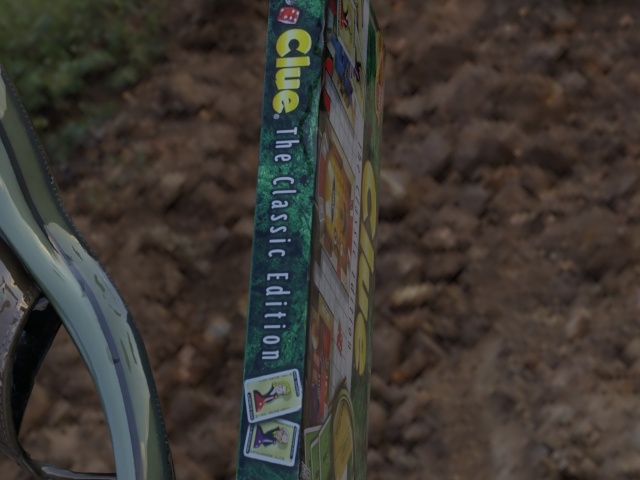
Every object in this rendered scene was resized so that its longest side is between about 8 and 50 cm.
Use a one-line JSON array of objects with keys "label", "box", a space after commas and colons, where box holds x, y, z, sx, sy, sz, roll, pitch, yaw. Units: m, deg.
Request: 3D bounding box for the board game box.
[{"label": "board game box", "box": [0.000, 0.000, 0.720, 0.136, 0.030, 0.260, 67, -156, -66]}]

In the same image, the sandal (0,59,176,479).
[{"label": "sandal", "box": [-0.134, 0.033, 0.763, 0.086, 0.303, 0.120, -24, -15, -10]}]
